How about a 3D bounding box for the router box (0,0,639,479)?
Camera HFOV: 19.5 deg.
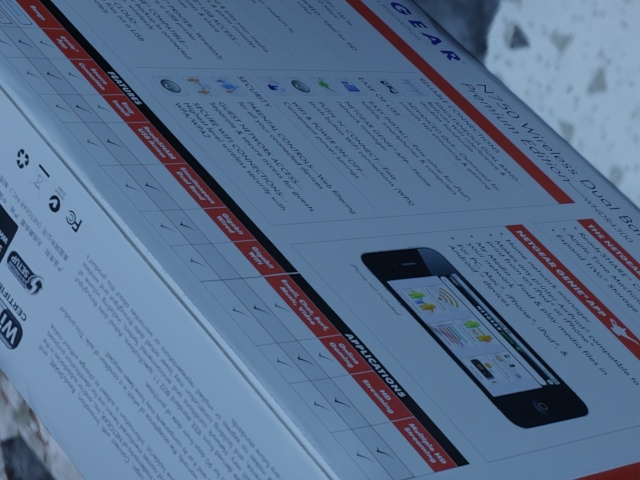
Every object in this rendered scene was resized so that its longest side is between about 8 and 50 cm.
[{"bbox_3d":[0.000,0.000,0.737,0.335,0.301,0.082,47,122,30],"label":"router box"}]
